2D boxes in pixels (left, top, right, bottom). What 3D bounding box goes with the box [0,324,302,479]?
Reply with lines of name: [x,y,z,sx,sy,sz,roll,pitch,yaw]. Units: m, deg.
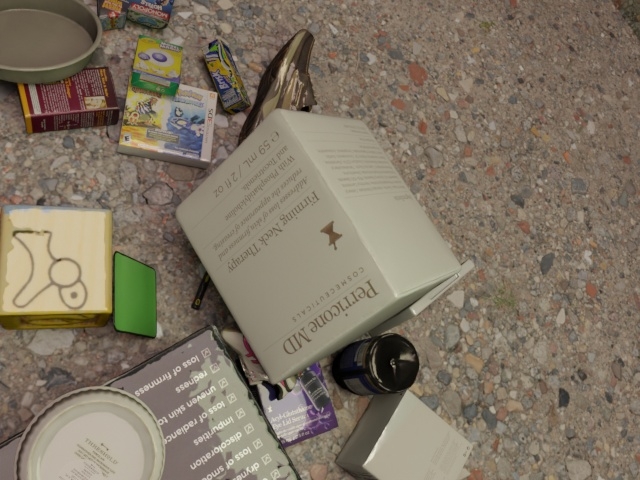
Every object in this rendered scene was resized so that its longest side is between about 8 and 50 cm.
box: [-0.295,0.478,1.016,0.480,0.297,0.471,-28,85,-27]

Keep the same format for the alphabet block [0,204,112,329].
alphabet block: [-0.494,0.056,1.116,0.192,0.193,0.197,2,74,-21]

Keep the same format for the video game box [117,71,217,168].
video game box: [-0.346,-0.273,1.362,0.205,0.048,0.187,9,69,-21]

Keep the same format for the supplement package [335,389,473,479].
supplement package: [0.182,0.469,1.308,0.203,0.149,0.194,41,63,-7]

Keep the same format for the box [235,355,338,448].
box: [-0.075,0.322,1.265,0.153,0.108,0.207,-14,81,-25]

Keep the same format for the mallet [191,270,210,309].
mallet: [-0.235,0.065,1.318,0.062,0.039,0.189,18,73,-20]

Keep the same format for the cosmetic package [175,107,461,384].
cosmetic package: [0.000,0.000,1.179,0.393,0.329,0.327,58,29,13]

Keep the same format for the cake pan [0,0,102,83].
cake pan: [-0.609,-0.428,1.239,0.293,0.054,0.293,9,51,-11]

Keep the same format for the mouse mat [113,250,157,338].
mouse mat: [-0.364,0.112,1.172,0.007,0.189,0.152,-7,75,8]

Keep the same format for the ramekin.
ramekin: [-0.319,0.309,0.836,0.207,0.109,0.207,7,72,-21]

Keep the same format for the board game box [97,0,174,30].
board game box: [-0.448,-0.567,1.398,0.194,0.060,0.194,15,70,-19]

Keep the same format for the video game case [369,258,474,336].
video game case: [0.230,0.137,1.385,0.206,0.227,0.026,-34,83,-28]

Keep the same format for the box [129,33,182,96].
box: [-0.373,-0.408,1.363,0.105,0.043,0.179,11,43,-21]

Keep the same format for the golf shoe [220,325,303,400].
golf shoe: [-0.125,0.239,1.170,0.186,0.067,0.086,36,67,-8]

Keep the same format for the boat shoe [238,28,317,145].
boat shoe: [-0.083,-0.352,1.467,0.130,0.132,0.355,28,74,-24]

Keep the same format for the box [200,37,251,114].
box: [-0.227,-0.394,1.432,0.054,0.059,0.169,-23,83,12]

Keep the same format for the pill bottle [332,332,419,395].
pill bottle: [0.110,0.275,1.296,0.123,0.219,0.122,7,73,-22]

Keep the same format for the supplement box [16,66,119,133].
supplement box: [-0.536,-0.299,1.267,0.188,0.081,0.104,-12,79,-26]
